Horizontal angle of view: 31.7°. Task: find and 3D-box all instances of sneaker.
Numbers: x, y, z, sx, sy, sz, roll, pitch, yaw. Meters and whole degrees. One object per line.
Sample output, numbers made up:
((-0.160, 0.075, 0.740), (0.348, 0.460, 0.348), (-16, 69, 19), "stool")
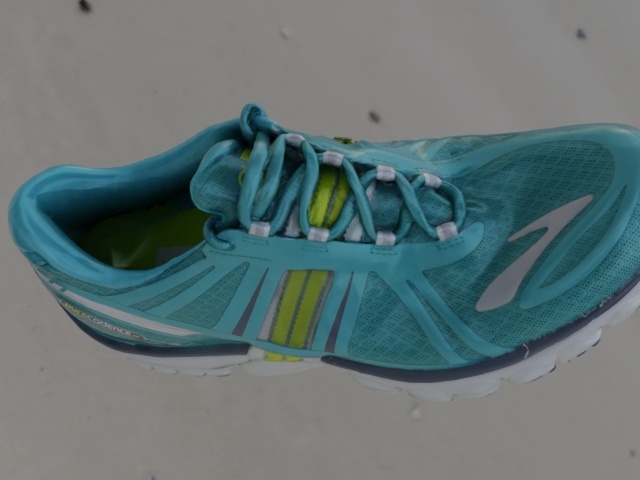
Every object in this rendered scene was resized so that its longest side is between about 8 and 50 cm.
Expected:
((0.000, 0.000, 0.444), (0.110, 0.275, 0.107), (53, 36, -51), "sneaker")
